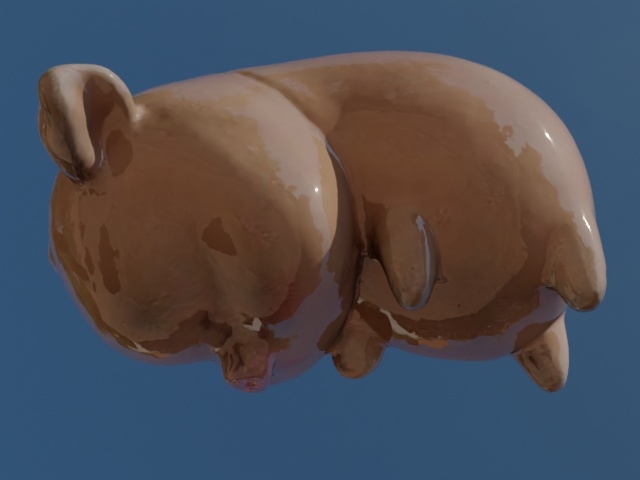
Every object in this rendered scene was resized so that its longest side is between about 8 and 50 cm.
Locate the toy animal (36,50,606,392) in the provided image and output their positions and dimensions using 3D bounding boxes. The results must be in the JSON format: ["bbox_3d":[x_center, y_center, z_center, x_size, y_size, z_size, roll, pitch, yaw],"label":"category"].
[{"bbox_3d":[0.000,-0.011,0.621,0.250,0.154,0.166,0,-43,-10],"label":"toy animal"}]
